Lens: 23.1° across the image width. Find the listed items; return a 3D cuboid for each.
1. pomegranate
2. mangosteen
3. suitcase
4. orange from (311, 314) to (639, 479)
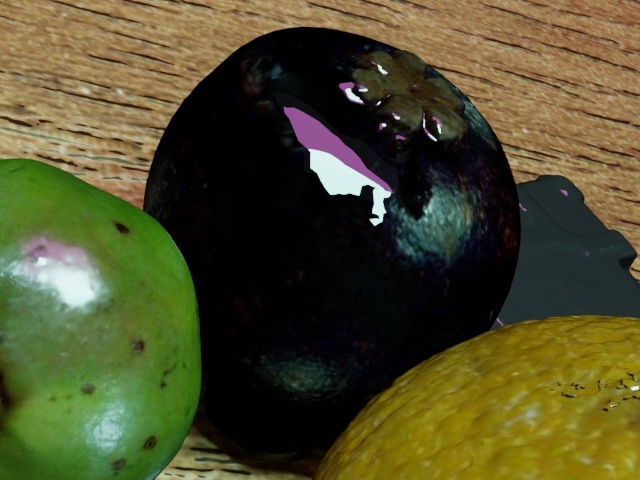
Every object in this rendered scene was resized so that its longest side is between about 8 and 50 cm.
[{"bbox_3d":[-0.146,0.048,0.772,0.187,0.187,0.225,25,7,-8],"label":"pomegranate"},{"bbox_3d":[0.000,0.000,0.870,0.243,0.243,0.243,20,36,-15],"label":"mangosteen"},{"bbox_3d":[0.180,0.077,1.050,0.206,0.066,0.285,-12,52,-45],"label":"suitcase"},{"bbox_3d":[0.127,0.196,0.655,0.322,0.322,0.357,17,25,-19],"label":"orange"}]
